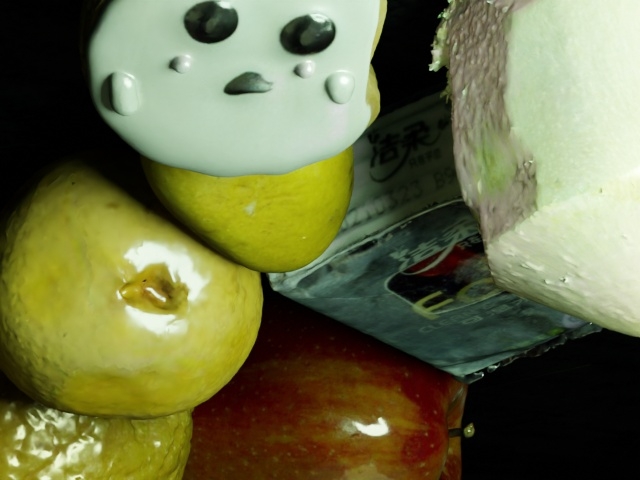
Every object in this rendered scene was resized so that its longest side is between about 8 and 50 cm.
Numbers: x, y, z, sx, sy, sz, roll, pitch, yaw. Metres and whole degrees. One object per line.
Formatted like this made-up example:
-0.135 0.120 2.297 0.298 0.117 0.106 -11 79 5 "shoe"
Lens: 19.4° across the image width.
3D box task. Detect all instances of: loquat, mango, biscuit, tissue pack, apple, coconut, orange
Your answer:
-0.146 0.032 1.355 0.208 0.208 0.208 -8 163 -3 "loquat"
-0.046 -0.052 1.244 0.137 0.098 0.195 -20 139 -4 "mango"
-0.047 -0.112 1.073 0.181 0.049 0.208 -4 140 -11 "biscuit"
0.134 -0.009 1.466 0.259 0.122 0.361 -25 157 18 "tissue pack"
-0.003 0.177 1.779 0.317 0.288 0.288 0 165 15 "apple"
0.187 -0.062 1.145 0.233 0.245 0.233 -7 165 -2 "coconut"
-0.275 0.171 1.563 0.357 0.322 0.322 -30 155 28 "orange"
